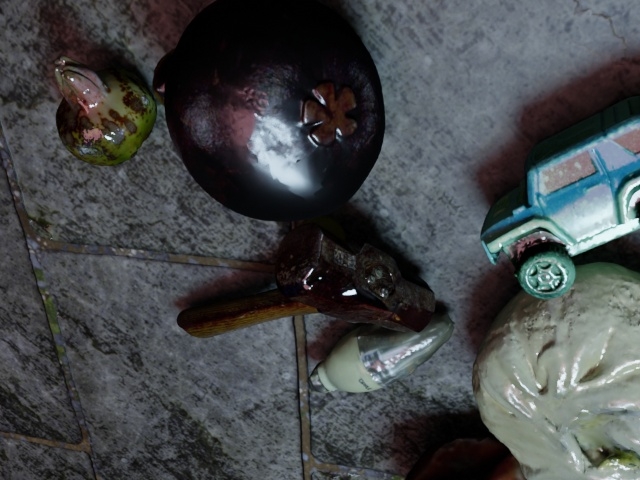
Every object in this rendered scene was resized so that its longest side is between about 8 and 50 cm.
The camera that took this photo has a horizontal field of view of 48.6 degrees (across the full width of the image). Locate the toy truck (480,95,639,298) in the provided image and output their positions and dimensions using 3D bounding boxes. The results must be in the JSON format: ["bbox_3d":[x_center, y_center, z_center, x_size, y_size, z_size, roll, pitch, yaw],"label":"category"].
[{"bbox_3d":[0.327,-0.055,0.844,0.278,0.155,0.156,-27,101,29],"label":"toy truck"}]

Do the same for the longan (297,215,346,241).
[{"bbox_3d":[0.000,0.000,1.025,0.075,0.075,0.083,10,164,10],"label":"longan"}]

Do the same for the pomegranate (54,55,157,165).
[{"bbox_3d":[-0.289,-0.171,0.942,0.125,0.163,0.138,44,81,6],"label":"pomegranate"}]

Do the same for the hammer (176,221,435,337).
[{"bbox_3d":[-0.062,0.099,1.050,0.408,0.095,0.242,-19,148,39],"label":"hammer"}]

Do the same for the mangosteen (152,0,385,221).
[{"bbox_3d":[-0.071,-0.159,0.856,0.302,0.275,0.275,13,132,52],"label":"mangosteen"}]

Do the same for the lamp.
[{"bbox_3d":[0.089,0.173,1.078,0.250,0.101,0.101,-26,110,25],"label":"lamp"}]

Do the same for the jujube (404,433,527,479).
[{"bbox_3d":[0.287,0.463,1.120,0.258,0.258,0.376,-30,122,29],"label":"jujube"}]

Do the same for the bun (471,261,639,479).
[{"bbox_3d":[0.373,0.216,0.934,0.359,0.211,0.360,14,127,19],"label":"bun"}]
